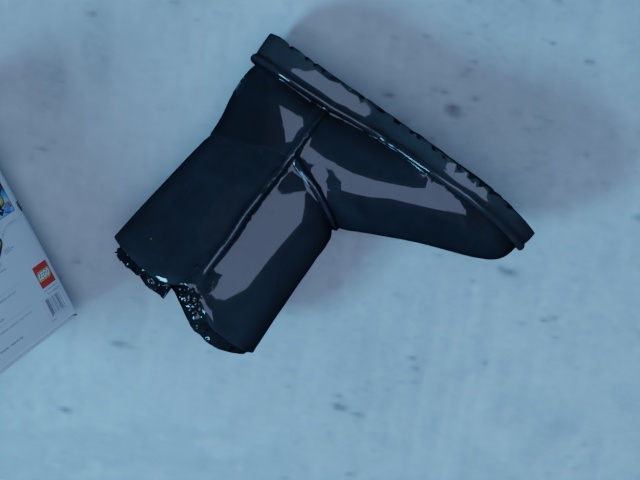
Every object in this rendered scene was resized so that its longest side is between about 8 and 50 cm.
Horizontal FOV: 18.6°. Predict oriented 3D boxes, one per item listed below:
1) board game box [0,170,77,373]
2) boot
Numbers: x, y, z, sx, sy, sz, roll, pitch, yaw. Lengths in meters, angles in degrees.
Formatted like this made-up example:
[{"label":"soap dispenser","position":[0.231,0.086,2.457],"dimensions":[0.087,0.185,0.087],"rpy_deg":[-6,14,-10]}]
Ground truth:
[{"label":"board game box","position":[-0.304,0.037,1.304],"dimensions":[0.053,0.305,0.193],"rpy_deg":[-19,103,36]},{"label":"boot","position":[0.000,0.000,1.406],"dimensions":[0.246,0.094,0.207],"rpy_deg":[34,93,-2]}]
